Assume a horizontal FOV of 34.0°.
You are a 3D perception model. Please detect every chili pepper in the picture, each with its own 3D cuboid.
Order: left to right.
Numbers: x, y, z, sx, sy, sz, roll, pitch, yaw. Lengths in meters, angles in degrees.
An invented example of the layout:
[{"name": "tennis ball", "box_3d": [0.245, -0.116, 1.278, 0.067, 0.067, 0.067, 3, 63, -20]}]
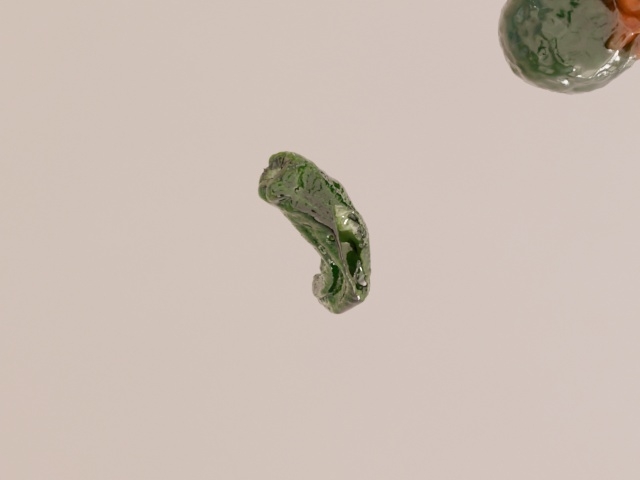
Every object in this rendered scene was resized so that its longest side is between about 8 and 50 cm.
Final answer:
[{"name": "chili pepper", "box_3d": [0.006, 0.003, 0.796, 0.073, 0.050, 0.182, 13, -33, 23]}]

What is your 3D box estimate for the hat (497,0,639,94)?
[{"name": "hat", "box_3d": [0.369, -0.248, 0.934, 0.285, 0.400, 0.285, 14, -111, -39]}]
